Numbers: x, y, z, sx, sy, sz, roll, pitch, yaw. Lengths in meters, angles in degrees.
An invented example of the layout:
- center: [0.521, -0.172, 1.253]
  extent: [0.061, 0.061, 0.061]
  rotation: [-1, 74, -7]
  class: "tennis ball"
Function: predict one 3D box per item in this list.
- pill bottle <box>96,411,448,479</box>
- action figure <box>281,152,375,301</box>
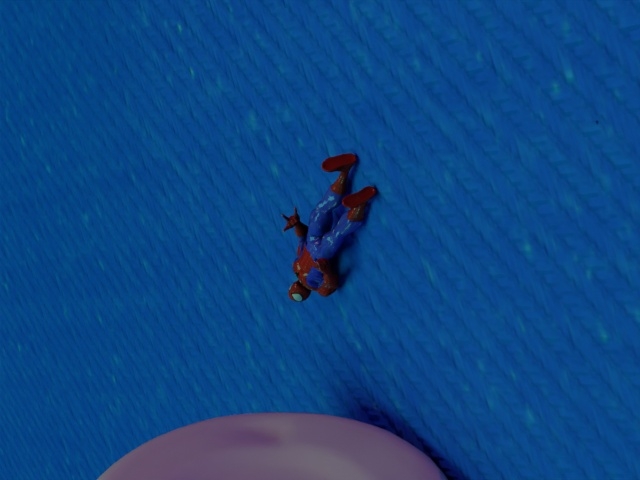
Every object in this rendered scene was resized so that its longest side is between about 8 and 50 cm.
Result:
- center: [-0.019, 0.291, 1.076]
  extent: [0.204, 0.204, 0.361]
  rotation: [39, 140, 50]
  class: "pill bottle"
- center: [0.000, 0.000, 1.051]
  extent: [0.038, 0.030, 0.115]
  rotation: [55, 153, 22]
  class: "action figure"
